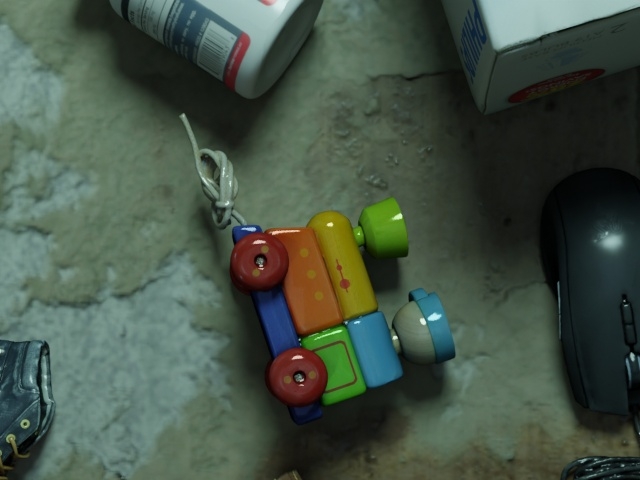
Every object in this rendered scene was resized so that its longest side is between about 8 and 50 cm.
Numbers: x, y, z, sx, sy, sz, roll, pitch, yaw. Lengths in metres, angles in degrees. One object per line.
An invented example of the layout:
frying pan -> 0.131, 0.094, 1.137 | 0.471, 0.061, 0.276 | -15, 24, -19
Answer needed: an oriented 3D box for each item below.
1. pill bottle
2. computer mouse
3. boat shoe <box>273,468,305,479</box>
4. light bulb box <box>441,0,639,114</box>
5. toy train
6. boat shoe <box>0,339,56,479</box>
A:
pill bottle -> -0.097, -0.197, 0.918 | 0.180, 0.108, 0.108 | 34, 91, 5
computer mouse -> 0.264, 0.070, 0.900 | 0.184, 0.060, 0.262 | -5, 88, 5
boat shoe -> 0.034, 0.236, 0.915 | 0.060, 0.064, 0.178 | -42, 91, -3
light bulb box -> 0.227, -0.322, 0.837 | 0.358, 0.225, 0.361 | -18, 85, 4
toy train -> 0.000, 0.000, 0.911 | 0.143, 0.105, 0.248 | -18, 86, -6
boat shoe -> -0.250, 0.161, 0.924 | 0.083, 0.065, 0.183 | -2, 72, 3
